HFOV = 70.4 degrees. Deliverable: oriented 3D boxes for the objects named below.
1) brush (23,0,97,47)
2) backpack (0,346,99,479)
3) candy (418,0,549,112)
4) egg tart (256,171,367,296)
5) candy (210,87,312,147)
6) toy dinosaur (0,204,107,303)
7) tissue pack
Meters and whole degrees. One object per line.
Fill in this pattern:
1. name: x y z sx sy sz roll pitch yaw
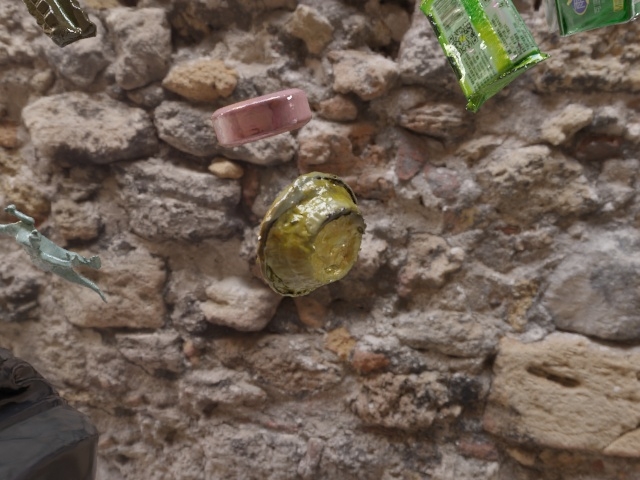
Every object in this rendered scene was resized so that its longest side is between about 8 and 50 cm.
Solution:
1. brush: -0.521 -0.478 0.822 0.084 0.301 0.071 -34 -5 -34
2. backpack: -0.334 0.295 0.325 0.255 0.445 0.363 22 -6 0
3. candy: 0.179 -0.246 0.521 0.032 0.178 0.102 -5 -22 -42
4. egg tart: 0.000 0.000 1.135 0.345 0.345 0.132 -9 26 -45
5. candy: -0.145 -0.304 1.125 0.255 0.094 0.255 -15 16 5
6. toy dinosaur: -0.472 0.034 0.801 0.167 0.242 0.053 2 52 15
7. tissue pack: 0.375 -0.415 0.638 0.148 0.209 0.156 -35 25 -25
